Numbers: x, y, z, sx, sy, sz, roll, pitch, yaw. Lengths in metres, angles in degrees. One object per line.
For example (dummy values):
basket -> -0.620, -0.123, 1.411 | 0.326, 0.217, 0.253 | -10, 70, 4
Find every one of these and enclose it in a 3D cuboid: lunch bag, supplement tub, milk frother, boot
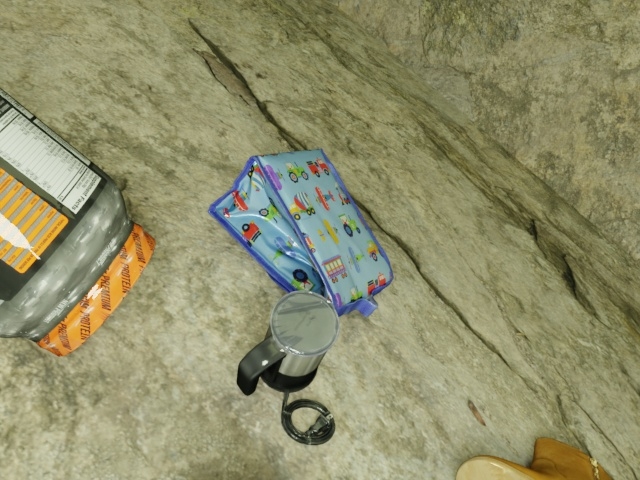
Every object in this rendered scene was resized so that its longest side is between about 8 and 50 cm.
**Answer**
lunch bag -> 0.000, 0.000, 1.126 | 0.293, 0.138, 0.221 | 50, 29, 12
supplement tub -> -0.349, -0.044, 0.684 | 0.338, 0.207, 0.207 | 43, 24, -21
milk frother -> -0.018, 0.159, 0.826 | 0.143, 0.134, 0.129 | 34, 59, 8
boot -> 0.304, 0.336, 0.934 | 0.295, 0.104, 0.211 | 36, 23, -5
